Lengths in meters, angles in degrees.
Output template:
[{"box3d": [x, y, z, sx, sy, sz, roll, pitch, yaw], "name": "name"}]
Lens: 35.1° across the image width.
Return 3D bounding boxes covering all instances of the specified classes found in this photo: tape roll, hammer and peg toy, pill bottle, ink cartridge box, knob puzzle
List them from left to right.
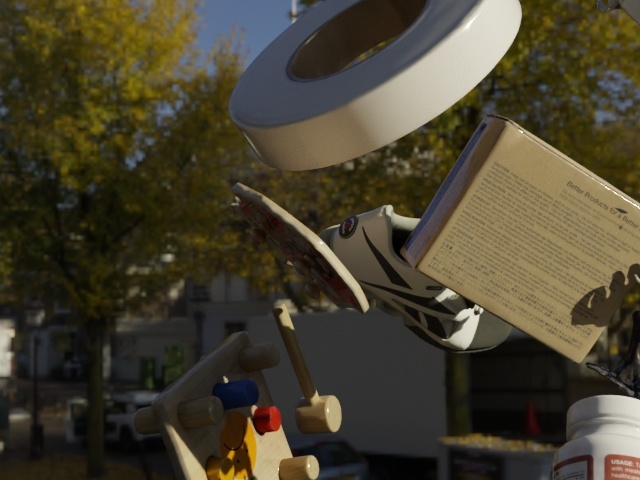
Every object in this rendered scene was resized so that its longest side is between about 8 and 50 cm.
[{"box3d": [-0.108, 0.263, 1.452, 0.127, 0.265, 0.361, -14, 12, 26], "name": "hammer and peg toy"}, {"box3d": [-0.027, 0.015, 1.058, 0.213, 0.030, 0.213, 42, -11, 9], "name": "knob puzzle"}, {"box3d": [0.062, -0.237, 1.283, 0.392, 0.392, 0.072, -5, -49, 43], "name": "tape roll"}, {"box3d": [0.240, -0.002, 1.143, 0.235, 0.193, 0.088, 30, 8, -13], "name": "ink cartridge box"}, {"box3d": [0.283, 0.266, 0.978, 0.121, 0.216, 0.121, 8, -35, 6], "name": "pill bottle"}]

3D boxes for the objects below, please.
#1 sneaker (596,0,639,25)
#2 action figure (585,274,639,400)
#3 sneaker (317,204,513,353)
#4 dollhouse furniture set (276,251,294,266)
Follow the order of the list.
[{"box3d": [0.571, -0.390, 1.444, 0.366, 0.210, 0.137, 23, 24, 31], "name": "sneaker"}, {"box3d": [0.407, 0.049, 1.164, 0.141, 0.275, 0.164, 26, 6, -1], "name": "action figure"}, {"box3d": [0.164, 0.052, 1.335, 0.331, 0.122, 0.146, 24, -39, -31], "name": "sneaker"}, {"box3d": [0.000, 0.000, 1.444, 0.114, 0.091, 0.081, 18, 31, -22], "name": "dollhouse furniture set"}]
